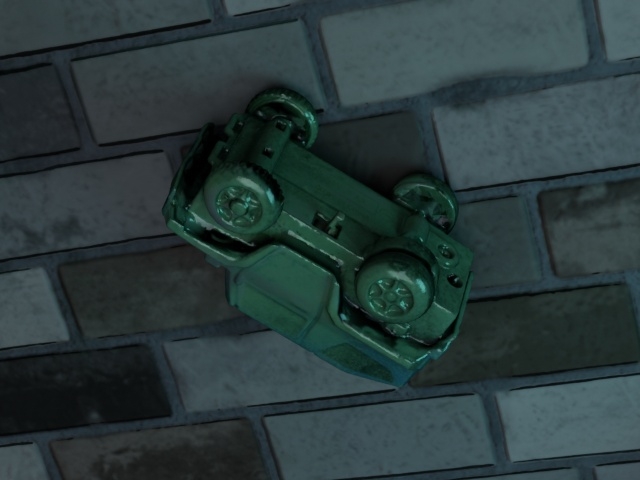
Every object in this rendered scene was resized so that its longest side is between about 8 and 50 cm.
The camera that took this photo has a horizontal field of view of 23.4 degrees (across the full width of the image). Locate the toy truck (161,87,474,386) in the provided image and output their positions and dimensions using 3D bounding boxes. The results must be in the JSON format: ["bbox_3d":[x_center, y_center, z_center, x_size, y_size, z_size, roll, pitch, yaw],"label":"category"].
[{"bbox_3d":[0.000,0.000,1.356,0.279,0.155,0.156,31,127,-7],"label":"toy truck"}]
